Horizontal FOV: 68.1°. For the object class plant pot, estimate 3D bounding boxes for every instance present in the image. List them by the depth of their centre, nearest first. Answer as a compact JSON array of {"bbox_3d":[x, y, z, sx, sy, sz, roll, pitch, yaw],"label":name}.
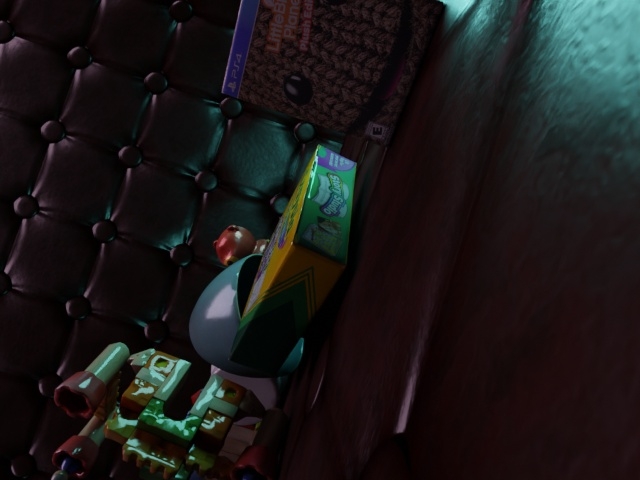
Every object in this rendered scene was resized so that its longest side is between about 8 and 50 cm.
[{"bbox_3d":[-0.195,0.198,1.136,0.290,0.196,0.290,52,-153,-41],"label":"plant pot"}]

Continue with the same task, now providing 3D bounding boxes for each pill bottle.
[{"bbox_3d":[-0.196,0.351,1.414,0.392,0.224,0.224,-82,10,-75],"label":"pill bottle"}]

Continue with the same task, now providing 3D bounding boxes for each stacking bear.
[{"bbox_3d":[-0.160,0.069,1.316,0.175,0.289,0.164,-35,27,40],"label":"stacking bear"}]

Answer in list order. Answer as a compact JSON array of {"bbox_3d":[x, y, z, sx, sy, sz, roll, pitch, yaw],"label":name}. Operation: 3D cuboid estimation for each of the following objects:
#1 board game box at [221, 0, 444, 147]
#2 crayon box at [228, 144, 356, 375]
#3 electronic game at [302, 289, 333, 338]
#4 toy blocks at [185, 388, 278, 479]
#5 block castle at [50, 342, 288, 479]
[{"bbox_3d":[0.016,-0.320,0.786,0.141,0.291,0.232,-78,6,-65],"label":"board game box"},{"bbox_3d":[-0.048,0.028,0.948,0.362,0.106,0.313,-80,16,-54],"label":"crayon box"},{"bbox_3d":[-0.003,0.099,1.018,0.229,0.048,0.229,-162,90,-87],"label":"electronic game"},{"bbox_3d":[-0.278,0.553,1.354,0.381,0.261,0.190,-80,8,-65],"label":"toy blocks"},{"bbox_3d":[-0.313,0.434,0.974,0.213,0.454,0.302,-63,-5,-59],"label":"block castle"}]
